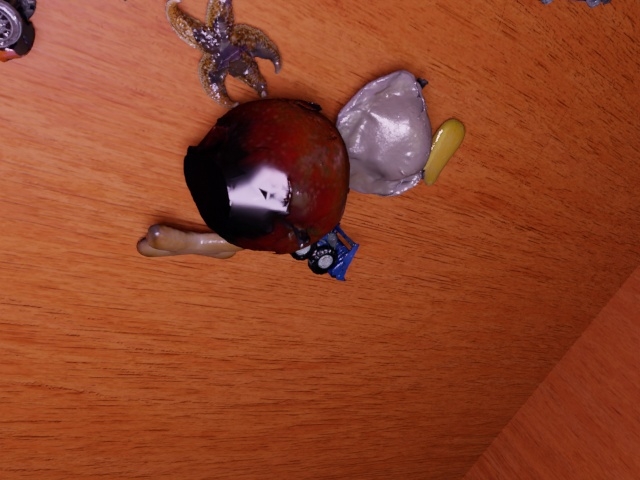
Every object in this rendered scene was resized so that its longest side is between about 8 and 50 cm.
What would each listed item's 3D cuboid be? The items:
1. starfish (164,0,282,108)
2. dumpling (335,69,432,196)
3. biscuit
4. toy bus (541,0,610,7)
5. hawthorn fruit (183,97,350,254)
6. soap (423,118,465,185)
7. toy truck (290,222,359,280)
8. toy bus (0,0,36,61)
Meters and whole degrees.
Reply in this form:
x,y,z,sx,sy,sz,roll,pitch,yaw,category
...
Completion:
x,y,z,sx,sy,sz,roll,pitch,yaw,category
-0.164,-0.346,0.886,0.238,0.071,0.215,12,112,-46,starfish
0.135,-0.225,1.098,0.205,0.163,0.292,0,132,12,dumpling
-0.256,0.007,1.044,0.208,0.164,0.047,3,78,-29,biscuit
0.511,-0.535,1.034,0.087,0.194,0.089,29,97,-40,toy bus
-0.094,-0.120,0.938,0.316,0.316,0.315,-15,129,-19,hawthorn fruit
0.290,-0.216,1.247,0.089,0.033,0.168,21,111,-35,soap
0.000,0.000,1.194,0.126,0.113,0.208,-46,133,6,toy truck
-0.494,-0.382,0.629,0.153,0.142,0.329,-18,131,-3,toy bus
